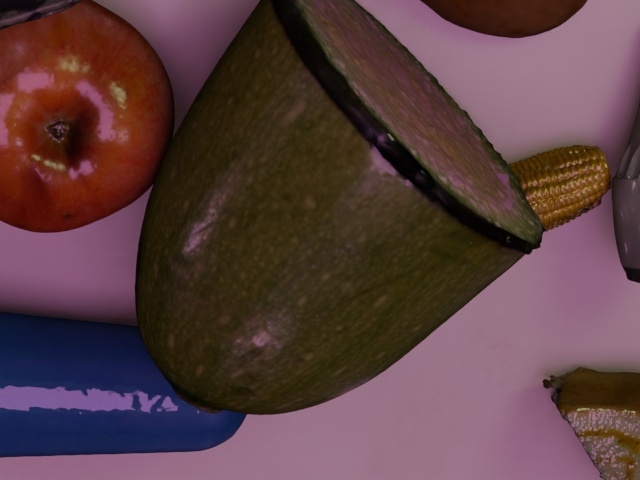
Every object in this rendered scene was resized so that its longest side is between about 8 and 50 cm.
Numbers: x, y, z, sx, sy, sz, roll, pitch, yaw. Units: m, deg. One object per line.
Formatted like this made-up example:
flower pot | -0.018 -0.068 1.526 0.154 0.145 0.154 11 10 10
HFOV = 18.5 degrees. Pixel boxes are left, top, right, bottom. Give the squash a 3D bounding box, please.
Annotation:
squash | -0.029 -0.012 1.603 0.309 0.310 0.310 -42 110 17

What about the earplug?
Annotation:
earplug | -0.195 0.129 1.716 0.273 0.132 0.132 3 110 -12

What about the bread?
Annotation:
bread | 0.285 0.168 1.797 0.110 0.103 0.156 -31 118 11

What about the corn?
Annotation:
corn | 0.158 -0.028 1.727 0.203 0.072 0.072 -22 112 0

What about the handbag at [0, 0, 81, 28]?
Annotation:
handbag | -0.339 -0.326 1.450 0.317 0.180 0.416 -24 94 2

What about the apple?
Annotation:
apple | -0.222 -0.106 1.599 0.209 0.164 0.209 -3 110 -9

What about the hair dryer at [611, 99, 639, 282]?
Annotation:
hair dryer | 0.366 -0.094 1.733 0.267 0.092 0.229 -16 102 -22

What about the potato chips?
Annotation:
potato chips | 0.145 -0.238 1.636 0.150 0.049 0.202 -36 123 15
